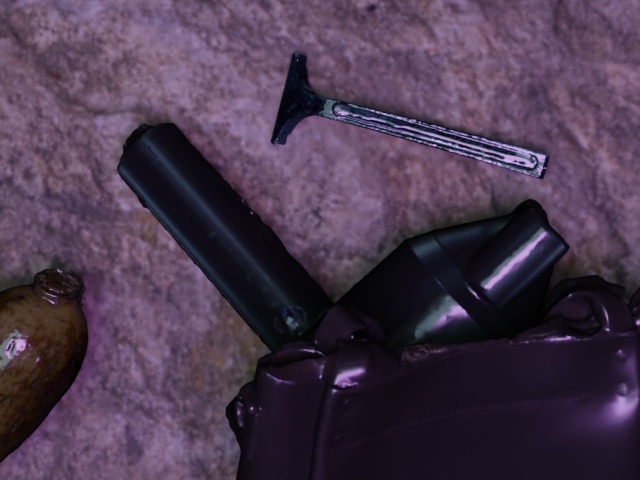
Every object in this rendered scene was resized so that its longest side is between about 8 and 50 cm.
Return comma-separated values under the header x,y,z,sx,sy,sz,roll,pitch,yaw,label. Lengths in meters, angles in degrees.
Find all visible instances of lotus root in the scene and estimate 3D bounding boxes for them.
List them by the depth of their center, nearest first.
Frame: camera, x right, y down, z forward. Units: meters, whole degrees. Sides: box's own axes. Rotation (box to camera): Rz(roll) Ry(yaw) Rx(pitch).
x,y,z,sx,sy,sz,roll,pitch,yaw,label
-0.220,0.098,1.074,0.080,0.089,0.179,38,97,17,lotus root

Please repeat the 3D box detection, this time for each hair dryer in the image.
x,y,z,sx,sy,sz,roll,pitch,yaw,label
0.000,0.000,1.036,0.244,0.116,0.302,-44,77,5,hair dryer

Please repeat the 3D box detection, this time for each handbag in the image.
x,y,z,sx,sy,sz,roll,pitch,yaw,label
0.082,0.146,0.930,0.285,0.113,0.257,-7,121,-16,handbag

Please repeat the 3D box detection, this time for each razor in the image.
x,y,z,sx,sy,sz,roll,pitch,yaw,label
0.061,-0.073,1.052,0.190,0.033,0.066,16,94,9,razor
